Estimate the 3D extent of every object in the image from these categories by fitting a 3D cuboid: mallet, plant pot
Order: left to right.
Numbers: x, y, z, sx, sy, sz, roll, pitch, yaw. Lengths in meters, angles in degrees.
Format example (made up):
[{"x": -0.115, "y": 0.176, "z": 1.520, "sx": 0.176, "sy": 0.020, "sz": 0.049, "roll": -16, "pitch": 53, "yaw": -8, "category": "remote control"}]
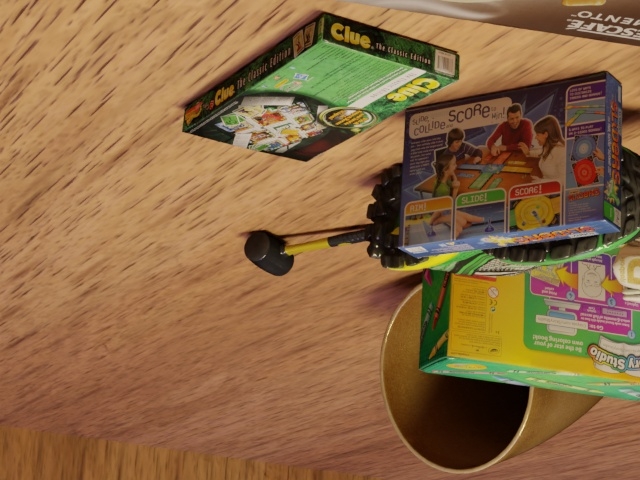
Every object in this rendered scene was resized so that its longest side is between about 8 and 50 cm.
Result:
[{"x": 0.000, "y": 0.000, "z": 1.867, "sx": 0.190, "sy": 0.039, "sz": 0.062, "roll": -15, "pitch": 153, "yaw": 34, "category": "mallet"}, {"x": 0.244, "y": 0.161, "z": 2.058, "sx": 0.237, "sy": 0.237, "sz": 0.254, "roll": -13, "pitch": 169, "yaw": 43, "category": "plant pot"}]

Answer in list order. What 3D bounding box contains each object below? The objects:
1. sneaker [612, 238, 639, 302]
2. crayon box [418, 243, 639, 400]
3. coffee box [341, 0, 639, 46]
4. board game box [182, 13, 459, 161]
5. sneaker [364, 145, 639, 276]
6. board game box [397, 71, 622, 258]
[{"x": 0.384, "y": 0.048, "z": 1.696, "sx": 0.169, "sy": 0.108, "sz": 0.292, "roll": 3, "pitch": -172, "yaw": 9, "category": "sneaker"}, {"x": 0.253, "y": 0.076, "z": 1.831, "sx": 0.278, "sy": 0.165, "sz": 0.081, "roll": 9, "pitch": 162, "yaw": -18, "category": "crayon box"}, {"x": 0.141, "y": -0.206, "z": 1.057, "sx": 0.246, "sy": 0.098, "sz": 0.141, "roll": 7, "pitch": 162, "yaw": -12, "category": "coffee box"}, {"x": -0.005, "y": -0.128, "z": 1.459, "sx": 0.136, "sy": 0.030, "sz": 0.260, "roll": 15, "pitch": 159, "yaw": -28, "category": "board game box"}, {"x": 0.200, "y": -0.034, "z": 1.595, "sx": 0.146, "sy": 0.134, "sz": 0.343, "roll": 8, "pitch": 172, "yaw": -36, "category": "sneaker"}, {"x": 0.165, "y": -0.064, "z": 1.451, "sx": 0.201, "sy": 0.136, "sz": 0.035, "roll": -7, "pitch": 159, "yaw": 33, "category": "board game box"}]
